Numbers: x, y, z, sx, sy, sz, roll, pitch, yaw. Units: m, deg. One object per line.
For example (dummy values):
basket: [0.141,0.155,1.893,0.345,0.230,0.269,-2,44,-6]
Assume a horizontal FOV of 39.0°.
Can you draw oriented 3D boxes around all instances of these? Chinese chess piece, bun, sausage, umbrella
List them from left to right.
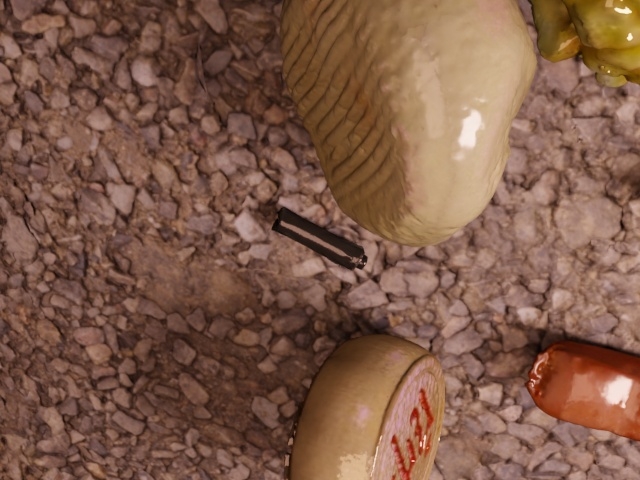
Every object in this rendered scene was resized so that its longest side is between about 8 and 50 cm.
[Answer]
umbrella: [-0.001,0.001,1.168,0.133,0.031,0.036,28,144,-1]
Chinese chess piece: [0.063,0.251,1.135,0.112,0.270,0.269,12,118,26]
bun: [0.099,-0.168,0.926,0.213,0.361,0.361,-21,112,-16]
sausage: [0.430,0.206,1.129,0.349,0.094,0.097,15,103,8]

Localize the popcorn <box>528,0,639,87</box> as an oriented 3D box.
popcorn: [0.309,-0.281,0.831,0.336,0.279,0.274,12,126,-41]
